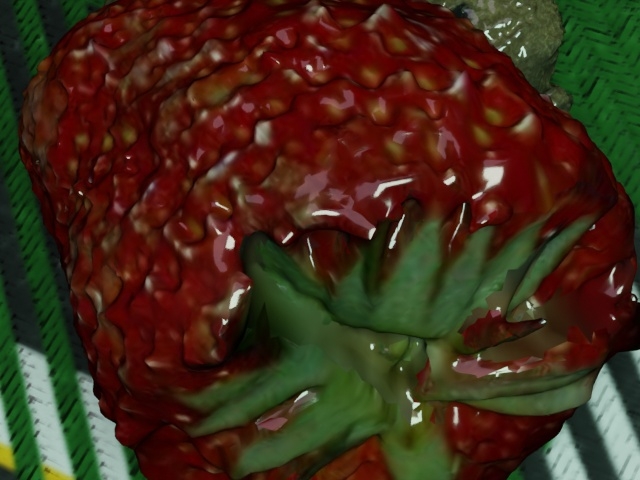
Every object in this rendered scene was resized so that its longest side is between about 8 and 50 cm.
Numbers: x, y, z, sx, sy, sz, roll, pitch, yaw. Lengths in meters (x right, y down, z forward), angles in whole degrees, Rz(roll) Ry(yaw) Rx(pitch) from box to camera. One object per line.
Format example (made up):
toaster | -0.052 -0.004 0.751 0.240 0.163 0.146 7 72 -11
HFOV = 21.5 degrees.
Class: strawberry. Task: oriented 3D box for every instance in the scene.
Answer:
strawberry | -0.002 -0.002 0.780 0.261 0.261 0.258 -24 41 2

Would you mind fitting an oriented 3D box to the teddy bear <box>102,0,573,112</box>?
teddy bear | 0.009 -0.105 0.901 0.251 0.182 0.129 -3 27 14
